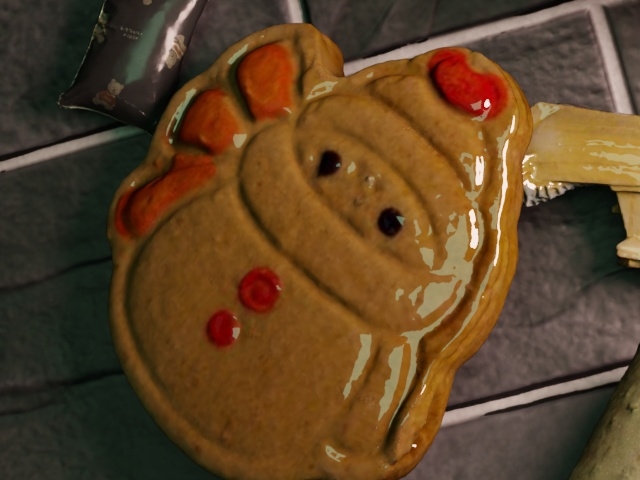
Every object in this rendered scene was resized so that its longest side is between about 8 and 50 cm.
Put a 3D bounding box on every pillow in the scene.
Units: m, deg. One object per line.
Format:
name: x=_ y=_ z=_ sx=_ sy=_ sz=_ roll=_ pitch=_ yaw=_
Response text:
pillow: x=-0.149 y=-0.164 z=1.624 sx=0.090 sy=0.048 sz=0.150 roll=18 pitch=87 yaw=20

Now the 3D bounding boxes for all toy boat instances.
toy boat: x=0.292 y=-0.028 z=1.506 sx=0.321 sy=0.089 sz=0.121 roll=11 pitch=90 yaw=12

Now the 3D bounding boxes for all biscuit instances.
biscuit: x=0.000 y=0.000 z=1.517 sx=0.381 sy=0.074 sz=0.359 roll=-48 pitch=65 yaw=11

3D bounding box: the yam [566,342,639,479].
yam: x=0.244 y=0.219 z=1.430 sx=0.168 sy=0.168 sz=0.304 roll=29 pitch=87 yaw=13
